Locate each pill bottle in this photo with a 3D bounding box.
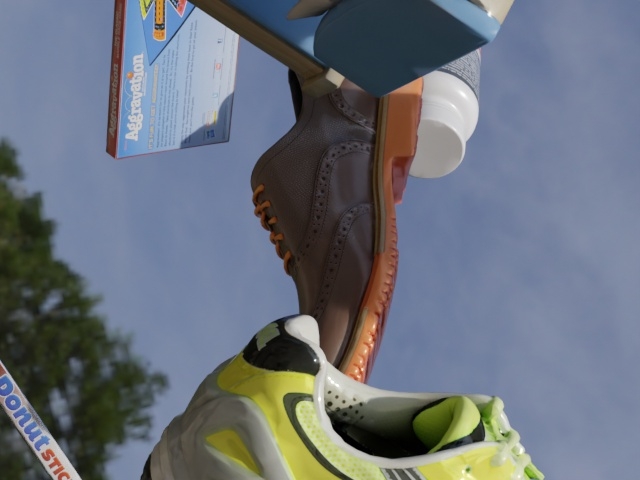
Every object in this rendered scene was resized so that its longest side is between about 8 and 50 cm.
[{"bbox_3d":[0.116,-0.154,1.555,0.180,0.108,0.108,-82,-167,-47],"label":"pill bottle"}]

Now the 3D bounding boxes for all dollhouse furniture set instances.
[{"bbox_3d":[0.023,-0.249,0.793,0.286,0.198,0.303,-61,-164,-14],"label":"dollhouse furniture set"}]

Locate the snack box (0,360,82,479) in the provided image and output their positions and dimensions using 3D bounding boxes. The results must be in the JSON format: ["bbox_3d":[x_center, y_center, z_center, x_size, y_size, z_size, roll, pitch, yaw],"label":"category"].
[{"bbox_3d":[-0.250,0.154,1.242,0.178,0.022,0.064,56,-13,-1],"label":"snack box"}]

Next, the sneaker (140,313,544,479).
[{"bbox_3d":[0.093,0.179,0.839,0.147,0.385,0.145,-59,-167,22],"label":"sneaker"}]

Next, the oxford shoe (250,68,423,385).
[{"bbox_3d":[0.000,0.000,1.222,0.130,0.133,0.363,101,-1,-56],"label":"oxford shoe"}]

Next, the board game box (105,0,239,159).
[{"bbox_3d":[-0.148,-0.226,1.521,0.027,0.145,0.281,35,-53,43],"label":"board game box"}]
